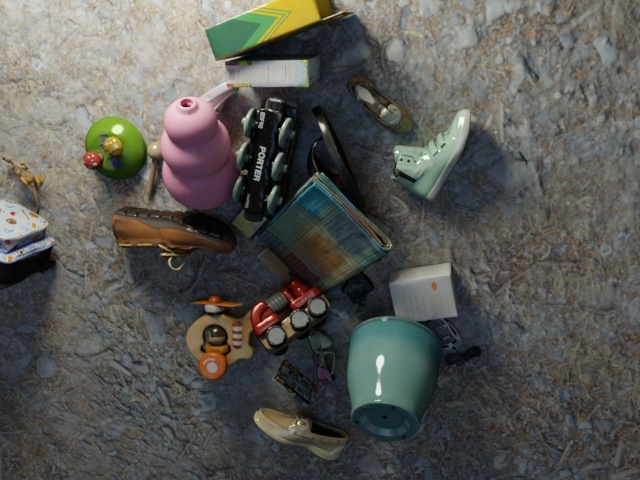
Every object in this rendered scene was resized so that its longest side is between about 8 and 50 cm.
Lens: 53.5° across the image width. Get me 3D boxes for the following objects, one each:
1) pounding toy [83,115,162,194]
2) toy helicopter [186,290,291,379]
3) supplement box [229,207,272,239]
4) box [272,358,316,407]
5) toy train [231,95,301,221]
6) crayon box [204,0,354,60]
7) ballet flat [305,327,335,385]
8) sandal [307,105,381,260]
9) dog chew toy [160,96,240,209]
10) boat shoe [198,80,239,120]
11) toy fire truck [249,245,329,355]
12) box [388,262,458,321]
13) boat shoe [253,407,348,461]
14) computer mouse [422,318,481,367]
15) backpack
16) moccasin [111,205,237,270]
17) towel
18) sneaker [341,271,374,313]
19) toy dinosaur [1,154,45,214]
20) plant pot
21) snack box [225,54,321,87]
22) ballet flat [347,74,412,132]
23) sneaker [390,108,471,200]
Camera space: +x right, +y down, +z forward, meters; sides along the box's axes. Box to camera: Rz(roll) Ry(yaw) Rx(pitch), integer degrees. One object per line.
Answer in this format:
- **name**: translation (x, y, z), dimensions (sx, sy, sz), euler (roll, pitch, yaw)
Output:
- **pounding toy**: translation (-0.572, -0.237, 1.783), dimensions (0.237, 0.110, 0.183), euler (27, 112, 1)
- **toy helicopter**: translation (-0.244, 0.240, 1.903), dimensions (0.355, 0.140, 0.235), euler (-28, 93, 8)
- **supplement box**: translation (-0.195, -0.064, 1.801), dimensions (0.083, 0.056, 0.083), euler (41, 111, -5)
- **box**: translation (-0.078, 0.435, 1.936), dimensions (0.137, 0.094, 0.027), euler (41, 111, -6)
- **toy train**: translation (-0.134, -0.216, 1.663), dimensions (0.142, 0.190, 0.334), euler (16, 110, 9)
- **crayon box**: translation (-0.094, -0.532, 1.536), dimensions (0.323, 0.203, 0.083), euler (-15, 106, 15)
- **ballet flat**: translation (0.001, 0.336, 1.905), dimensions (0.079, 0.077, 0.221), euler (-15, 112, -3)
- **sandal**: translation (0.045, -0.129, 1.667), dimensions (0.107, 0.167, 0.446), euler (-20, 105, 5)
- **dog chew toy**: translation (-0.315, -0.229, 1.627), dimensions (0.206, 0.206, 0.332), euler (12, 146, 7)
- **boat shoe**: translation (-0.302, -0.348, 1.710), dimensions (0.258, 0.095, 0.084), euler (-27, 107, 29)
- **toy fire truck**: translation (-0.120, 0.164, 1.796), dimensions (0.217, 0.158, 0.246), euler (-34, 70, -14)
- **box**: translation (0.288, 0.147, 1.765), dimensions (0.170, 0.091, 0.130), euler (-9, 107, 14)
- **boat shoe**: translation (-0.059, 0.584, 1.984), dimensions (0.302, 0.109, 0.098), euler (26, 107, -5)
- **computer mouse**: translation (0.368, 0.278, 1.825), dimensions (0.106, 0.042, 0.193), euler (-32, 106, 24)
- **backpack**: translation (-0.957, 0.001, 1.871), dimensions (0.263, 0.276, 0.213), euler (23, 107, 9)
- **moccasin**: translation (-0.421, -0.003, 1.822), dimensions (0.380, 0.139, 0.147), euler (5, 111, 9)
- **towel**: translation (0.000, 0.000, 1.698), dimensions (0.271, 0.040, 0.370), euler (44, 143, -5)
- **sneaker**: translation (0.088, 0.120, 1.815), dimensions (0.089, 0.051, 0.170), euler (-35, 103, 15)
- **toy dinosaur**: translation (-0.869, -0.171, 1.901), dimensions (0.112, 0.064, 0.211), euler (-3, 117, 45)
- **plant pot**: translation (0.193, 0.392, 1.738), dimensions (0.271, 0.255, 0.271), euler (7, 133, 8)
- **snack box**: translation (-0.114, -0.426, 1.592), dimensions (0.207, 0.174, 0.070), euler (1, 111, 11)
- **ballet flat**: translation (0.149, -0.344, 1.629), dimensions (0.206, 0.067, 0.073), euler (36, 111, -4)
- **sneaker**: translation (0.274, -0.237, 1.625), dimensions (0.151, 0.094, 0.256), euler (23, 114, -4)
